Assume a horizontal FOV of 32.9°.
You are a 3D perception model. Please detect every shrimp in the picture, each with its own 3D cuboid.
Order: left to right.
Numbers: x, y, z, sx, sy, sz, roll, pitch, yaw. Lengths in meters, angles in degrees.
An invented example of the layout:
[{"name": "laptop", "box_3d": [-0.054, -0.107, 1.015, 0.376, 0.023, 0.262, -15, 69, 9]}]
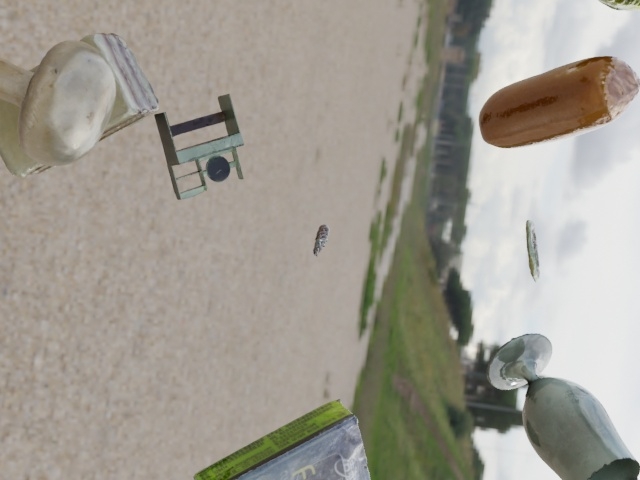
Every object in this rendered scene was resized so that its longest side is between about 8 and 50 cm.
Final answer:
[{"name": "shrimp", "box_3d": [-0.001, 0.004, 2.403, 0.092, 0.029, 0.038, -66, 176, -48]}]

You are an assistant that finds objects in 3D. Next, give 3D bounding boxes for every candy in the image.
[{"name": "candy", "box_3d": [-0.496, -0.260, 2.108, 0.179, 0.320, 0.135, 65, 21, -1]}]

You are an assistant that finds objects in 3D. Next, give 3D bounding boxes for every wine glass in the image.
[{"name": "wine glass", "box_3d": [0.271, 0.201, 1.214, 0.202, 0.093, 0.093, -121, -152, -49]}]

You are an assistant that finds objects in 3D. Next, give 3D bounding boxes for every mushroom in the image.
[{"name": "mushroom", "box_3d": [-0.439, -0.231, 1.725, 0.207, 0.215, 0.207, 23, 90, -86]}]

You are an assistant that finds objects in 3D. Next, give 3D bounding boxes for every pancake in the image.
[{"name": "pancake", "box_3d": [0.357, 0.018, 1.824, 0.108, 0.017, 0.108, -6, 90, -72]}]

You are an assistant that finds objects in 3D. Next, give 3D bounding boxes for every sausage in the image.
[{"name": "sausage", "box_3d": [0.325, -0.187, 1.497, 0.274, 0.105, 0.105, -12, -113, 61]}]

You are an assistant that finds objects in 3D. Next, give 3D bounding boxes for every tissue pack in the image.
[{"name": "tissue pack", "box_3d": [-0.047, 0.342, 1.483, 0.073, 0.235, 0.173, 36, -37, 51]}]

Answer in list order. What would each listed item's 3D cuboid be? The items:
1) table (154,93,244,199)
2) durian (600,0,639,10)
[{"name": "table", "box_3d": [-0.227, -0.181, 2.106, 0.062, 0.146, 0.175, 3, -69, 59]}, {"name": "durian", "box_3d": [0.332, -0.459, 1.649, 0.355, 0.157, 0.169, 48, -9, 37]}]
